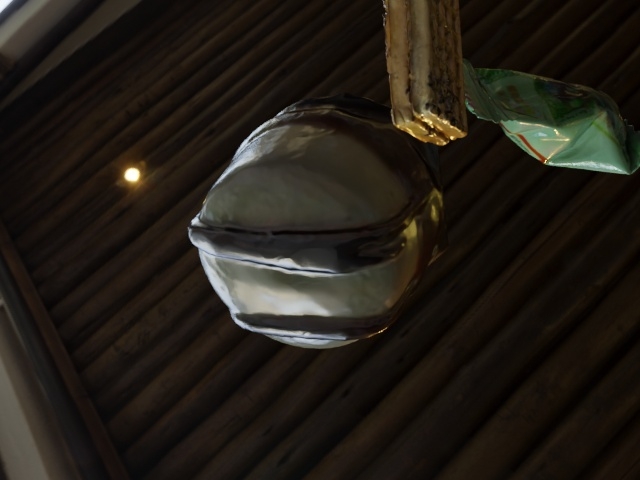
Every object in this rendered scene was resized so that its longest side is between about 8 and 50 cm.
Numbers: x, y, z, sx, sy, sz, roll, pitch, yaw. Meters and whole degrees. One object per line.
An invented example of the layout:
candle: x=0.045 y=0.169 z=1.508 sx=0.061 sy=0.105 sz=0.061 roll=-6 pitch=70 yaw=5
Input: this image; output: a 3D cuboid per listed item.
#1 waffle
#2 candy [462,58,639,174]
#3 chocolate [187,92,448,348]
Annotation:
waffle: x=0.094 y=-0.166 z=0.498 sx=0.042 sy=0.102 sz=0.148 roll=-6 pitch=-97 yaw=31
candy: x=0.436 y=-0.260 z=1.119 sx=0.172 sy=0.398 sz=0.263 roll=-62 pitch=-155 yaw=27
chocolate: x=0.000 y=0.000 z=0.609 sx=0.284 sy=0.283 sz=0.186 roll=-15 pitch=-156 yaw=20
